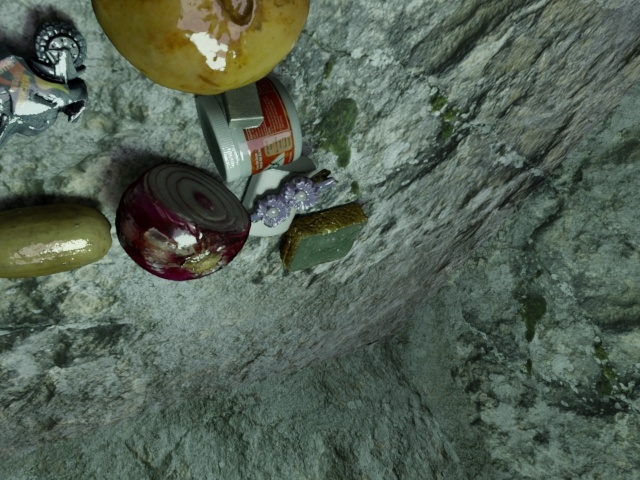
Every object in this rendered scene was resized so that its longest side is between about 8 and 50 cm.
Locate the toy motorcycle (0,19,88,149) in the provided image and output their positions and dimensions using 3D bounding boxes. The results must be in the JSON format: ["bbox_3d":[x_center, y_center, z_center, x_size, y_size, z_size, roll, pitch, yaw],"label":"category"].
[{"bbox_3d":[-0.528,-0.246,0.761,0.307,0.108,0.173,-39,151,-14],"label":"toy motorcycle"}]

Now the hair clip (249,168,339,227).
[{"bbox_3d":[-0.088,-0.118,1.229,0.292,0.084,0.106,-28,126,15],"label":"hair clip"}]

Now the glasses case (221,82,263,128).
[{"bbox_3d":[-0.173,-0.330,0.884,0.070,0.205,0.047,-11,173,-23],"label":"glasses case"}]

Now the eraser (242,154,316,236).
[{"bbox_3d":[-0.138,-0.132,1.315,0.174,0.095,0.270,-3,139,-32],"label":"eraser"}]

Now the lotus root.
[{"bbox_3d":[-0.660,0.008,0.996,0.342,0.151,0.169,-13,145,-33],"label":"lotus root"}]

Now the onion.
[{"bbox_3d":[-0.363,-0.030,1.104,0.260,0.282,0.336,-43,161,24],"label":"onion"}]

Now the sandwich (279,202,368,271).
[{"bbox_3d":[0.000,0.000,1.631,0.301,0.099,0.271,-16,147,-27],"label":"sandwich"}]

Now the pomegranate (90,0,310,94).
[{"bbox_3d":[-0.186,-0.406,0.697,0.338,0.338,0.338,-23,149,-15],"label":"pomegranate"}]

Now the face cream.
[{"bbox_3d":[-0.162,-0.255,1.004,0.187,0.201,0.201,-22,149,-16],"label":"face cream"}]
